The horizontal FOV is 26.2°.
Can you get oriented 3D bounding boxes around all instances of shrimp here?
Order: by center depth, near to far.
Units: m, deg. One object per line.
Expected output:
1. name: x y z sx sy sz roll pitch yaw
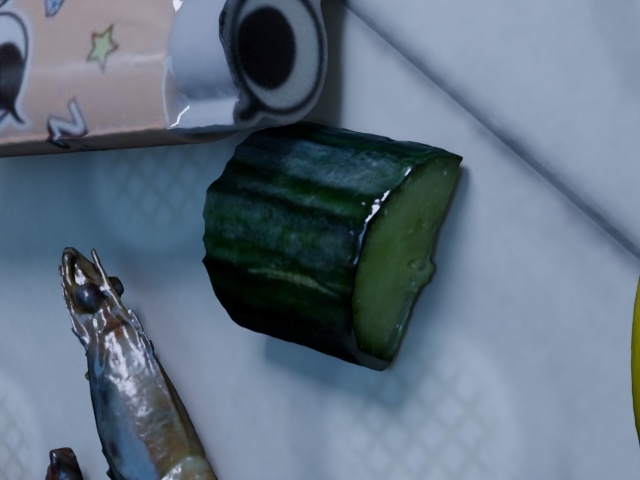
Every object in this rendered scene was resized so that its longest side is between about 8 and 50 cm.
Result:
1. shrimp: -0.117 0.128 0.772 0.143 0.052 0.251 -27 70 38

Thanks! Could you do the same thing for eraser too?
1. eraser: -0.126 -0.128 0.771 0.290 0.087 0.171 -1 77 39

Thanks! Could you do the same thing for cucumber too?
1. cucumber: 0.000 0.000 0.682 0.115 0.062 0.116 16 95 43

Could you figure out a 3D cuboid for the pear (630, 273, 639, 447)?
1. pear: 0.225 0.014 0.363 0.285 0.285 0.336 -19 73 37
